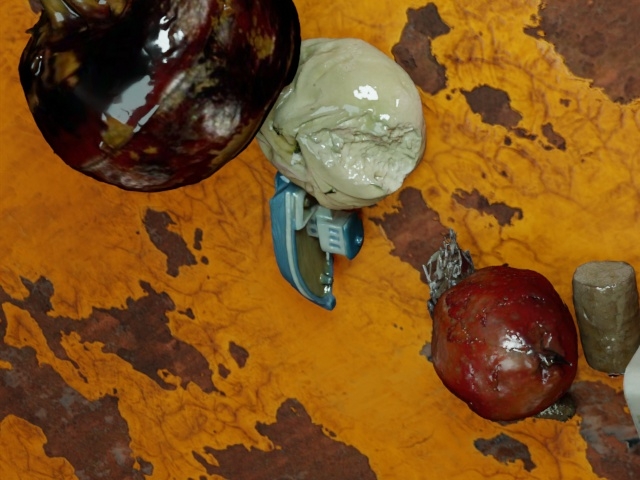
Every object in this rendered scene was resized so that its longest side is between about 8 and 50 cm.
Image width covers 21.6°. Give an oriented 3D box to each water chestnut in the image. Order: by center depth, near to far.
[{"bbox_3d":[-0.217,-0.229,1.860,0.347,0.335,0.335,26,150,-35],"label":"water chestnut"}]

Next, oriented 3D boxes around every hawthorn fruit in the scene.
[{"bbox_3d":[0.221,0.119,1.922,0.181,0.181,0.235,53,169,-14],"label":"hawthorn fruit"}]

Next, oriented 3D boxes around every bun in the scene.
[{"bbox_3d":[0.013,-0.128,1.944,0.237,0.116,0.210,-8,119,43],"label":"bun"}]

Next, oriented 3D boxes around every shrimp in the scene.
[{"bbox_3d":[0.157,0.043,2.032,0.065,0.056,0.165,20,133,32],"label":"shrimp"}]

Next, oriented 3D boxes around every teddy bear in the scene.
[{"bbox_3d":[0.234,0.190,2.086,0.160,0.078,0.119,12,135,28],"label":"teddy bear"}]

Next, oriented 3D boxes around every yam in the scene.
[{"bbox_3d":[0.333,0.086,1.922,0.084,0.084,0.127,6,125,33],"label":"yam"}]

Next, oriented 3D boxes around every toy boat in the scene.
[{"bbox_3d":[0.000,0.000,2.090,0.102,0.088,0.215,14,131,23],"label":"toy boat"}]

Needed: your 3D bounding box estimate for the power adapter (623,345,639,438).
[{"bbox_3d":[0.461,0.170,1.858,0.204,0.125,0.130,-2,123,39],"label":"power adapter"}]
